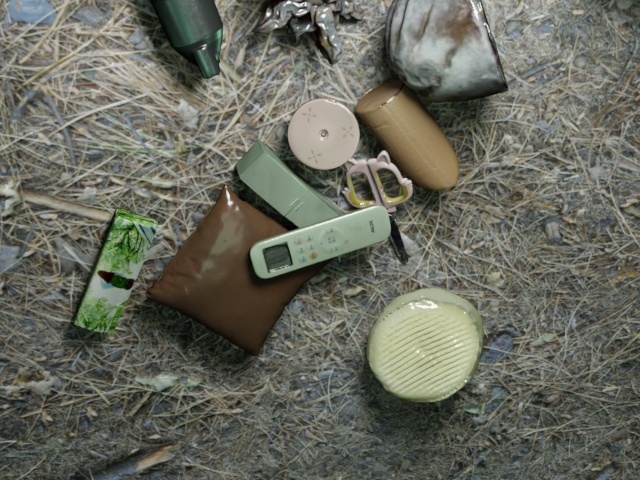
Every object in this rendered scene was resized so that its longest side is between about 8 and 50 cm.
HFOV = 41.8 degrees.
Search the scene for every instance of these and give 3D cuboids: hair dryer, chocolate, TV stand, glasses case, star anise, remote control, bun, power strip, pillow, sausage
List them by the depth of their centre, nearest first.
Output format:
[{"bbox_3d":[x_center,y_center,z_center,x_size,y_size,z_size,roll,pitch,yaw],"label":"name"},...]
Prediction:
[{"bbox_3d":[-0.014,-0.471,1.612,0.283,0.129,0.212,14,108,-34],"label":"star anise"},{"bbox_3d":[-0.169,-0.475,1.614,0.303,0.116,0.244,-27,119,-8],"label":"hair dryer"},{"bbox_3d":[0.234,-0.402,1.655,0.213,0.303,0.303,-17,117,15],"label":"chocolate"},{"bbox_3d":[0.006,-0.221,1.752,0.154,0.078,0.154,0,102,0],"label":"power strip"},{"bbox_3d":[0.000,-0.001,1.787,0.310,0.038,0.090,-17,115,-9],"label":"remote control"},{"bbox_3d":[0.194,-0.219,1.788,0.123,0.123,0.253,-38,116,6],"label":"sausage"},{"bbox_3d":[-0.056,-0.094,1.808,0.269,0.088,0.083,39,100,-24],"label":"TV stand"},{"bbox_3d":[-0.443,0.069,1.809,0.095,0.062,0.272,19,108,-19],"label":"glasses case"},{"bbox_3d":[-0.174,0.073,1.843,0.305,0.108,0.307,32,102,-24],"label":"pillow"},{"bbox_3d":[0.244,0.242,1.993,0.288,0.146,0.287,0,102,-2],"label":"bun"}]

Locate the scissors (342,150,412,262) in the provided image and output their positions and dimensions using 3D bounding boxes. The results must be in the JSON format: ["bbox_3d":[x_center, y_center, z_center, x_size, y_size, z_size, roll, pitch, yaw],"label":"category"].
[{"bbox_3d":[0.145,-0.066,1.879,0.160,0.024,0.317,-7,129,21],"label":"scissors"}]
